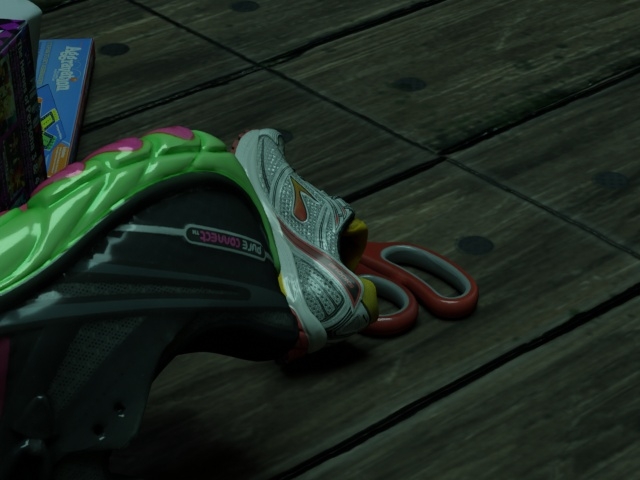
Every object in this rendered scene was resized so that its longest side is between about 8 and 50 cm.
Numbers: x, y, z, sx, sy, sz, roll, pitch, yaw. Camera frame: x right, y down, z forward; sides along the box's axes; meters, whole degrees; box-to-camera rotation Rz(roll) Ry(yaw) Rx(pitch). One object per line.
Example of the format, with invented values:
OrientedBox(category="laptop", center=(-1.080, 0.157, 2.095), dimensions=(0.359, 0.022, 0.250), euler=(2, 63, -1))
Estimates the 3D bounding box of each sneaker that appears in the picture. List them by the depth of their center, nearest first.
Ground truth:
OrientedBox(category="sneaker", center=(-0.207, 0.118, 0.986), dimensions=(0.482, 0.202, 0.185), euler=(-35, 2, -19))
OrientedBox(category="sneaker", center=(-0.013, -0.002, 1.285), dimensions=(0.092, 0.088, 0.225), euler=(-14, 47, -5))

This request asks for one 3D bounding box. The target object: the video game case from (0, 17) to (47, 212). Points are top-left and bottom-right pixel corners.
OrientedBox(category="video game case", center=(-0.243, -0.005, 1.163), dimensions=(0.041, 0.232, 0.210), euler=(7, 32, 15))

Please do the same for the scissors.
OrientedBox(category="scissors", center=(0.000, 0.000, 1.367), dimensions=(0.109, 0.021, 0.297), euler=(-24, 37, -30))

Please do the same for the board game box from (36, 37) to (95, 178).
OrientedBox(category="board game box", center=(-0.286, -0.113, 1.542), dimensions=(0.145, 0.027, 0.281), euler=(-2, 31, 0))

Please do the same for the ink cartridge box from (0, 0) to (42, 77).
OrientedBox(category="ink cartridge box", center=(-0.338, -0.062, 1.258), dimensions=(0.117, 0.201, 0.278), euler=(29, 42, 17))
